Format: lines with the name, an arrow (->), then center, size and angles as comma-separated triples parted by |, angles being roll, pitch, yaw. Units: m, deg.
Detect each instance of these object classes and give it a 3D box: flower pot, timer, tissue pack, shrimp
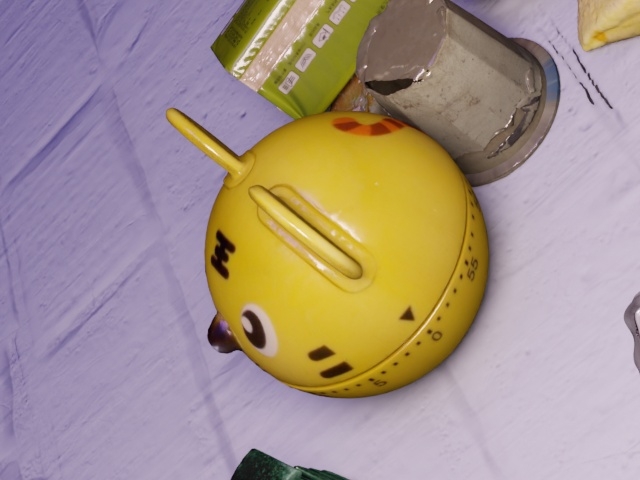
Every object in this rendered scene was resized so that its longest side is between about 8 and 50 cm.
flower pot -> 0.154, -0.195, 1.531 | 0.212, 0.202, 0.212 | -22, 56, 38
timer -> 0.000, 0.000, 1.429 | 0.376, 0.387, 0.376 | -24, 50, 32
tissue pack -> -0.007, -0.325, 1.755 | 0.275, 0.167, 0.200 | -54, 20, 9
shrimp -> 0.066, -0.158, 1.704 | 0.115, 0.051, 0.217 | -38, 44, 28

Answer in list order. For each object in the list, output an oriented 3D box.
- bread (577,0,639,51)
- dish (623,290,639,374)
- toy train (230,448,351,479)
bread -> 0.398, -0.350, 1.504 | 0.178, 0.135, 0.240 | 129, 152, -65
dish -> 0.354, 0.099, 1.283 | 0.091, 0.039, 0.137 | -41, 46, 21
toy train -> 0.027, 0.342, 1.364 | 0.330, 0.178, 0.139 | 15, 78, 49
